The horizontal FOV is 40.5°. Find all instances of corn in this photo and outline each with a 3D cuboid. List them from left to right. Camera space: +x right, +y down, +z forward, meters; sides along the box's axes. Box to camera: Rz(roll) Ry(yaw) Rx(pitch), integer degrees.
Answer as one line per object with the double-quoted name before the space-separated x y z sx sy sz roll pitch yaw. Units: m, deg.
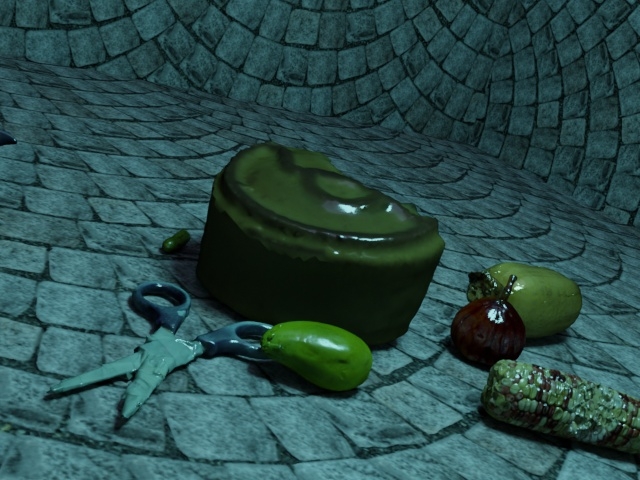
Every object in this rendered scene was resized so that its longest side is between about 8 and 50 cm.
"corn" 0.379 0.252 1.284 0.290 0.098 0.098 17 17 -6

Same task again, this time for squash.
"squash" -0.256 0.003 1.534 0.027 0.027 0.083 20 19 7

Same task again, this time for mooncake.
"mooncake" 0.000 0.000 1.455 0.394 0.246 0.393 15 23 3

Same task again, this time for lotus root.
"lotus root" 0.386 0.115 1.644 0.303 0.130 0.146 6 21 -39

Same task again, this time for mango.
"mango" -0.003 0.156 1.205 0.165 0.074 0.091 18 40 -19

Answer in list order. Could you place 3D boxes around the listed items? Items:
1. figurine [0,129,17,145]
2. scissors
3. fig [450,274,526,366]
"figurine" -0.584 -0.096 1.295 0.197 0.175 0.265 28 27 16
"scissors" -0.209 0.145 1.148 0.256 0.029 0.383 22 19 15
"fig" 0.299 0.150 1.473 0.128 0.150 0.128 54 12 -17
